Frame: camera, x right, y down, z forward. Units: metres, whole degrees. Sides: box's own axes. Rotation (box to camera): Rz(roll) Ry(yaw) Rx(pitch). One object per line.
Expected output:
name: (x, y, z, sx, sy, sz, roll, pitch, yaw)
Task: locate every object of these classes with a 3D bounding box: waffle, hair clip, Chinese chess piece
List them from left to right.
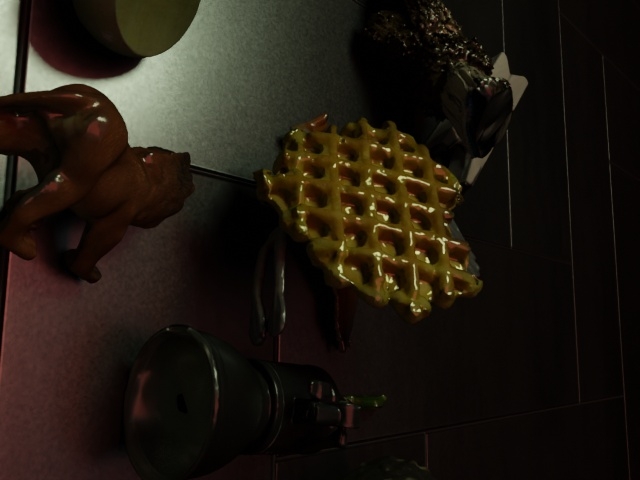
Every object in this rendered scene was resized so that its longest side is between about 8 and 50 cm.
Chinese chess piece: (-0.175, -0.252, 0.615, 0.144, 0.059, 0.144, -53, 162, -26)
waffle: (0.071, -0.037, 0.709, 0.291, 0.051, 0.291, 12, 48, -14)
hair clip: (0.278, -0.218, 1.145, 0.101, 0.085, 0.330, 44, 54, -13)

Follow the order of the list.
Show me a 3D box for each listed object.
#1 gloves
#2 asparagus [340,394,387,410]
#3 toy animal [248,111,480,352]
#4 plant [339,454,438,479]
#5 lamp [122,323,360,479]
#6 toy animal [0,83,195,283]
gloves: (0.177, -0.283, 0.982, 0.210, 0.135, 0.312, 17, 42, -52)
asparagus: (0.063, 0.227, 0.884, 0.108, 0.025, 0.021, 14, 64, -47)
toy animal: (-0.005, -0.021, 0.776, 0.284, 0.225, 0.301, 7, 57, -47)
plant: (0.042, 0.386, 0.723, 0.276, 0.199, 0.188, -31, 101, -50)
lamp: (-0.060, 0.172, 0.649, 0.227, 0.172, 0.147, 17, 70, -44)
toy animal: (-0.189, -0.056, 0.519, 0.157, 0.312, 0.097, -43, 81, -9)
